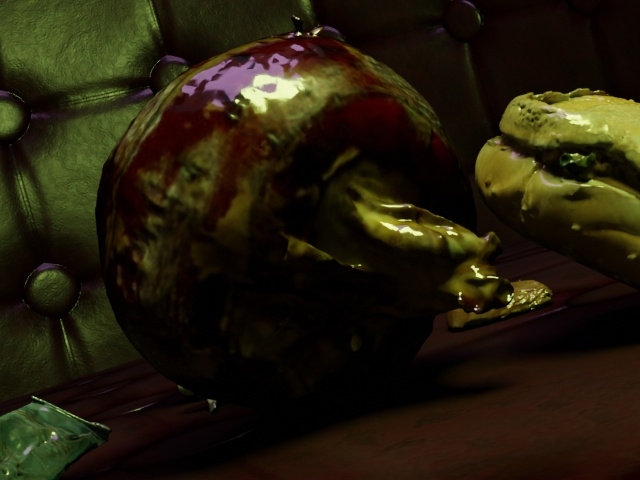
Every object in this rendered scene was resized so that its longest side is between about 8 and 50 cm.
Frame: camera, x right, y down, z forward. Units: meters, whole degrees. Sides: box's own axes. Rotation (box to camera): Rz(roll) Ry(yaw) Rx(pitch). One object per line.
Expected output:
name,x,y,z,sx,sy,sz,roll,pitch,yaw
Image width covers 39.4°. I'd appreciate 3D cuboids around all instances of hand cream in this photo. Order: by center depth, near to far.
hand cream,-0.243,0.174,0.679,0.052,0.075,0.248,-43,-1,15

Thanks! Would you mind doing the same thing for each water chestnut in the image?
water chestnut,0.000,0.000,0.724,0.335,0.335,0.347,-16,33,-37

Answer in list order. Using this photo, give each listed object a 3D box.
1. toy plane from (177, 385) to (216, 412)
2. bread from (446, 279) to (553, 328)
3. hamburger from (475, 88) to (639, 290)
toy plane,-0.060,0.092,0.975,0.256,0.242,0.104,-44,34,7
bread,0.207,0.069,1.065,0.126,0.044,0.129,-15,-4,3
hamburger,0.246,-0.043,0.734,0.243,0.146,0.286,13,18,-22
